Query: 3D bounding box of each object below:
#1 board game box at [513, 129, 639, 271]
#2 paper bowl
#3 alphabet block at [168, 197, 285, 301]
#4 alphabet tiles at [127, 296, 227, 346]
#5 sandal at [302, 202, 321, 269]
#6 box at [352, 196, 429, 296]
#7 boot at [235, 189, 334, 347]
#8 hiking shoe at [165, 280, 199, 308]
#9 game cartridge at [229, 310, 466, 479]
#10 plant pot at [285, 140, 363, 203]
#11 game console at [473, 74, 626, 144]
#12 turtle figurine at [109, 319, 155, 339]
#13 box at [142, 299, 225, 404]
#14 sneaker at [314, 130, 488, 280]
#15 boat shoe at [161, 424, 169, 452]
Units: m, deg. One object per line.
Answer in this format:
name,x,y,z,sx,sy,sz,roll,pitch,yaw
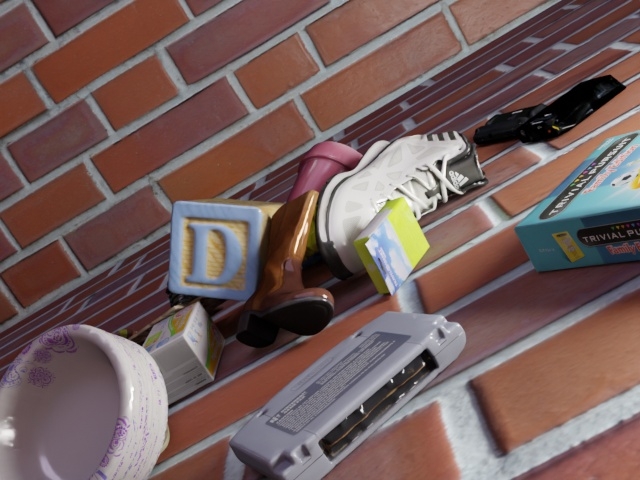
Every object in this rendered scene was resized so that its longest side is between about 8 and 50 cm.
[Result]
board game box,0.452,-0.074,1.096,0.254,0.079,0.336,-39,15,-31
paper bowl,-0.353,0.279,1.299,0.284,0.284,0.148,-27,-30,18
alphabet block,-0.179,0.014,1.754,0.194,0.192,0.197,7,7,17
alphabet tiles,-0.292,0.168,1.816,0.237,0.009,0.198,-34,-16,28
sandal,0.000,0.000,1.851,0.138,0.126,0.317,3,-10,-23
box,0.120,0.012,1.477,0.042,0.109,0.178,-17,18,36
boot,-0.035,0.038,1.534,0.264,0.096,0.280,-36,33,56
hiking shoe,-0.324,0.139,1.982,0.086,0.114,0.227,-33,5,2
game cartridge,0.030,0.197,1.115,0.297,0.062,0.198,-37,9,-22
plant pot,0.012,-0.097,1.986,0.201,0.201,0.180,-16,32,51
game console,0.475,-0.272,1.886,0.213,0.043,0.361,-35,13,-21
turtle figurine,-0.517,0.257,2.020,0.270,0.087,0.217,-30,3,0
box,-0.262,0.209,1.630,0.114,0.103,0.203,-30,12,7
sneaker,0.169,-0.101,1.665,0.258,0.169,0.447,-15,25,34
boat shoe,-0.348,0.267,1.458,0.113,0.103,0.302,-31,32,-17
